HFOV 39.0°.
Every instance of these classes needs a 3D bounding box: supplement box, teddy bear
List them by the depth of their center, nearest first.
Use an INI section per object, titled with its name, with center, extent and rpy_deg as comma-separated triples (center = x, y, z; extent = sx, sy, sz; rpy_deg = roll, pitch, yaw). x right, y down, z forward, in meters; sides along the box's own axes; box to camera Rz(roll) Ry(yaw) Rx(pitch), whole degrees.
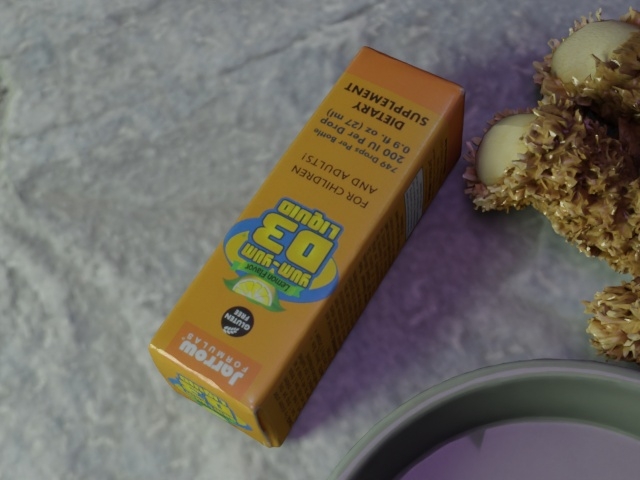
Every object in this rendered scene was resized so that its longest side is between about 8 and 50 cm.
[teddy bear]
center = 0.248, -0.016, 0.531
extent = 0.338, 0.113, 0.245
rpy_deg = 17, 59, 19
[supplement box]
center = 0.000, 0.000, 0.538
extent = 0.078, 0.080, 0.233
rpy_deg = 27, 71, 17

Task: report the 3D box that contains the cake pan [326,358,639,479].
[cake pan]
center = 0.125, 0.206, 0.446
extent = 0.293, 0.054, 0.293
rpy_deg = -1, 64, 2
